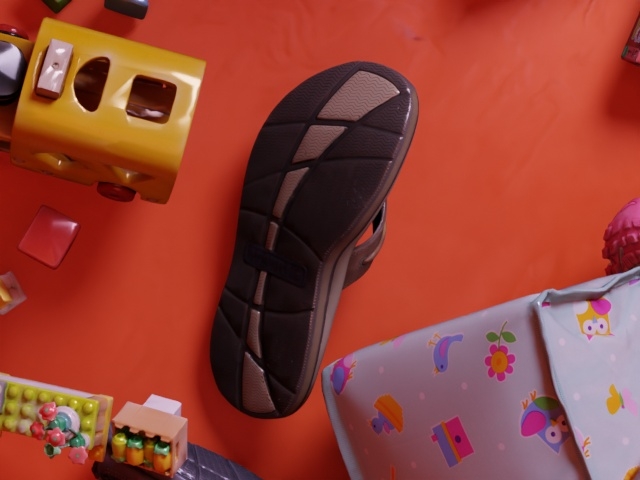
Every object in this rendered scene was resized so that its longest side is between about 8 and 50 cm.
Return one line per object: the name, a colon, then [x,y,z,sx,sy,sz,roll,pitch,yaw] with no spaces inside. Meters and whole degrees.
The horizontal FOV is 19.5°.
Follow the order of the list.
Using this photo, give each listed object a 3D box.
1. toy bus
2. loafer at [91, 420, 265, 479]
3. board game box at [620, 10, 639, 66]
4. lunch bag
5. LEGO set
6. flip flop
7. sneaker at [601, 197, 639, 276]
toy bus: [-0.175,-0.099,1.257,0.202,0.104,0.191,-31,84,-16]
loafer: [-0.040,0.235,1.358,0.302,0.109,0.095,28,98,-13]
board game box: [0.335,-0.236,1.361,0.145,0.027,0.281,20,95,-25]
lunch bag: [0.144,0.175,1.277,0.160,0.223,0.262,-11,84,-45]
LEGO set: [-0.227,0.081,1.268,0.287,0.107,0.132,47,104,11]
flip flop: [0.000,0.000,1.340,0.112,0.080,0.277,27,111,30]
sneaker: [0.336,0.054,1.381,0.299,0.121,0.112,33,78,-17]
